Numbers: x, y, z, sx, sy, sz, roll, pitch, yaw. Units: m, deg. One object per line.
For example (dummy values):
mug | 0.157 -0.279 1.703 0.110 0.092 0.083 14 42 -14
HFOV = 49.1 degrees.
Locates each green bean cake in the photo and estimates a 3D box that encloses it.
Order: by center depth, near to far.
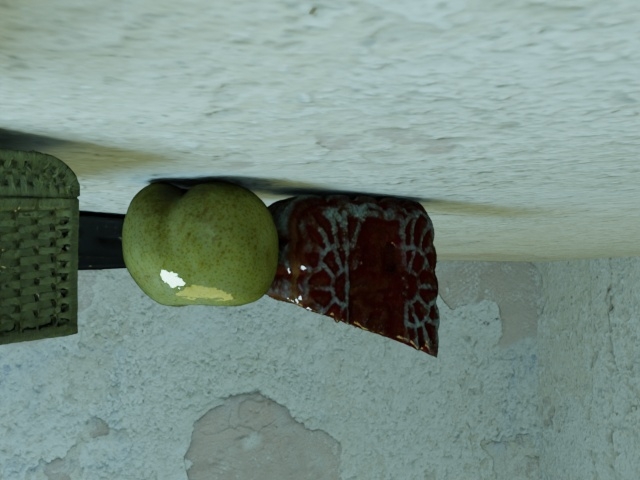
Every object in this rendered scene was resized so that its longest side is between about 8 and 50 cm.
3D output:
green bean cake | 0.041 0.042 0.858 0.232 0.199 0.097 6 172 -31

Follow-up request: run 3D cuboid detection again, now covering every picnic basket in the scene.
picnic basket | -0.302 -0.001 0.567 0.196 0.154 0.134 2 -176 41

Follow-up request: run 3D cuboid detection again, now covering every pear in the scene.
pear | -0.126 0.004 0.759 0.167 0.137 0.167 -3 178 0

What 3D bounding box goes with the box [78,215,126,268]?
box | -0.452 0.007 1.172 0.359 0.091 0.350 3 176 -42
